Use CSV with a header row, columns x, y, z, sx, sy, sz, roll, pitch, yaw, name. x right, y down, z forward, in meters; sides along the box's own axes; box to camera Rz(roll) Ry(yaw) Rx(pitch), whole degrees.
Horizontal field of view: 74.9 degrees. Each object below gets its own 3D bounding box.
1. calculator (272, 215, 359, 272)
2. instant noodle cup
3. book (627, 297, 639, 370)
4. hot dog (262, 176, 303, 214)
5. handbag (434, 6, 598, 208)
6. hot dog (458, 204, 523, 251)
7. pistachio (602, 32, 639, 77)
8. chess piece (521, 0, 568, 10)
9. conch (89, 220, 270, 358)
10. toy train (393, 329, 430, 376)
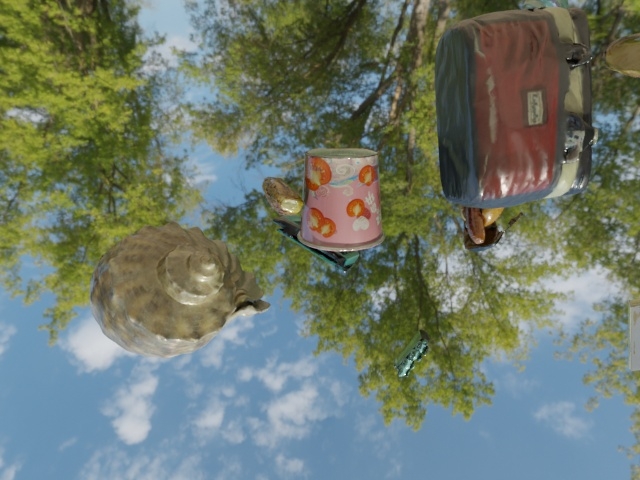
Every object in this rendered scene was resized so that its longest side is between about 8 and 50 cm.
x,y,z,sx,sy,sz,roll,pitch,yaw,name
0.000,0.000,1.348,0.273,0.058,0.248,33,-169,12,calculator
0.057,-0.118,1.105,0.242,0.232,0.243,0,-160,0,instant noodle cup
0.858,0.216,0.994,0.216,0.311,0.021,-16,-140,22,book
-0.107,-0.120,1.099,0.082,0.068,0.289,22,-170,-19,hot dog
0.264,-0.173,0.564,0.181,0.255,0.181,-8,-172,-2,handbag
0.524,-0.134,1.328,0.107,0.327,0.194,13,168,-39,hot dog
0.574,-0.316,0.713,0.049,0.090,0.173,23,-161,-32,pistachio
0.631,-0.662,1.328,0.272,0.139,0.139,-49,-135,11,chess piece
-0.131,0.060,0.388,0.155,0.207,0.130,27,-131,-24,conch
0.252,0.313,1.151,0.038,0.148,0.071,25,-150,-8,toy train
